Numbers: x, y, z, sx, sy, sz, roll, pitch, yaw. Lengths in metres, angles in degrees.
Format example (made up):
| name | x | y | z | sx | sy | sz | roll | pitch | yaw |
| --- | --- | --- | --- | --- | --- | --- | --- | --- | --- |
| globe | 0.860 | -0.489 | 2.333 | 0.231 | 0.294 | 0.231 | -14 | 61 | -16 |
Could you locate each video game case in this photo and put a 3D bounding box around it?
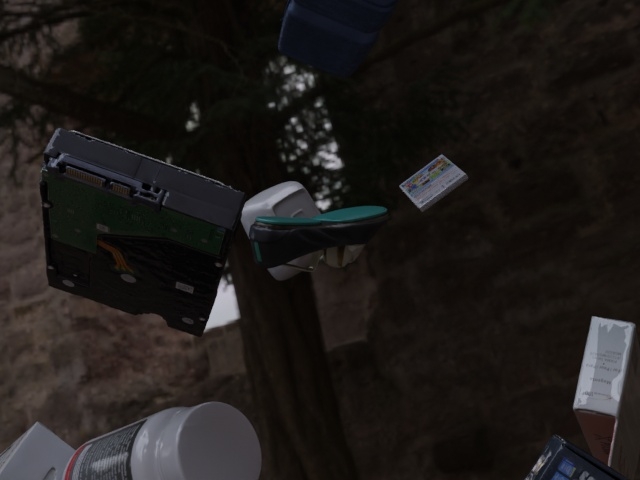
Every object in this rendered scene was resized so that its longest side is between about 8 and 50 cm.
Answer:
| name | x | y | z | sx | sy | sz | roll | pitch | yaw |
| --- | --- | --- | --- | --- | --- | --- | --- | --- | --- |
| video game case | 0.175 | -0.091 | 1.410 | 0.087 | 0.011 | 0.122 | -37 | 22 | 4 |

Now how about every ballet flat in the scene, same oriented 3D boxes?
| name | x | y | z | sx | sy | sz | roll | pitch | yaw |
| --- | --- | --- | --- | --- | --- | --- | --- | --- | --- |
| ballet flat | 0.000 | 0.000 | 1.053 | 0.203 | 0.074 | 0.074 | -8 | -15 | -43 |

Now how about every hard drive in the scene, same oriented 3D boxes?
| name | x | y | z | sx | sy | sz | roll | pitch | yaw |
| --- | --- | --- | --- | --- | --- | --- | --- | --- | --- |
| hard drive | -0.236 | 0.003 | 1.166 | 0.237 | 0.064 | 0.339 | 19 | -30 | -4 |

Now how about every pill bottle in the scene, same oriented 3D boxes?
| name | x | y | z | sx | sy | sz | roll | pitch | yaw |
| --- | --- | --- | --- | --- | --- | --- | --- | --- | --- |
| pill bottle | -0.220 | 0.322 | 1.241 | 0.161 | 0.161 | 0.283 | 1 | -21 | -45 |

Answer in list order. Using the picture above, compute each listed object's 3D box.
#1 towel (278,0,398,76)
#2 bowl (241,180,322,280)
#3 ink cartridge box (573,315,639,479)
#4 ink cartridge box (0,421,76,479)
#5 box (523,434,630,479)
| name | x | y | z | sx | sy | sz | roll | pitch | yaw |
| --- | --- | --- | --- | --- | --- | --- | --- | --- | --- |
| towel | 0.010 | -0.155 | 0.614 | 0.067 | 0.029 | 0.119 | 23 | -19 | -6 |
| bowl | -0.046 | -0.022 | 1.427 | 0.053 | 0.142 | 0.142 | -26 | 5 | 45 |
| ink cartridge box | 0.375 | 0.262 | 1.179 | 0.060 | 0.239 | 0.275 | 8 | -24 | 27 |
| ink cartridge box | -0.470 | 0.383 | 1.334 | 0.208 | 0.087 | 0.153 | -39 | 14 | 30 |
| box | 0.234 | 0.325 | 0.823 | 0.233 | 0.183 | 0.059 | -57 | -6 | 0 |
